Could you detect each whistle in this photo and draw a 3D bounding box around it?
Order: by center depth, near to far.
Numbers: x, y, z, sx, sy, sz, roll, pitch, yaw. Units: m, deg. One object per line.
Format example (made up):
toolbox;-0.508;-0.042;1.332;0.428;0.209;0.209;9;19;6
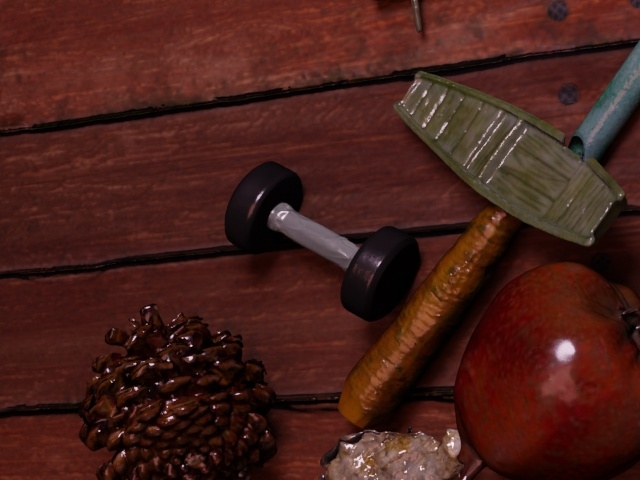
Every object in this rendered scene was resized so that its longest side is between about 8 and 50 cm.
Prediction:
whistle;0.273;-0.113;1.606;0.039;0.039;0.186;41;113;19

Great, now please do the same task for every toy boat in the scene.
toy boat;0.186;-0.079;1.611;0.293;0.055;0.093;38;94;41

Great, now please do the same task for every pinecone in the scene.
pinecone;-0.154;0.174;1.786;0.221;0.221;0.221;3;97;28

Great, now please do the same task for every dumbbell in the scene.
dumbbell;0.000;0.000;1.733;0.191;0.100;0.100;29;108;24

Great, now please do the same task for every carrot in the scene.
carrot;0.119;0.062;1.695;0.066;0.066;0.314;41;111;19

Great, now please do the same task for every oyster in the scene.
oyster;0.079;0.253;1.717;0.163;0.081;0.191;36;119;6

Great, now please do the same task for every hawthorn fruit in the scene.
hawthorn fruit;0.211;0.148;1.570;0.248;0.208;0.208;-41;76;17

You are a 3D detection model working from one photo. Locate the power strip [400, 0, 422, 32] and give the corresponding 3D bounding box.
power strip;0.077;-0.342;1.690;0.092;0.034;0.268;-10;90;29
